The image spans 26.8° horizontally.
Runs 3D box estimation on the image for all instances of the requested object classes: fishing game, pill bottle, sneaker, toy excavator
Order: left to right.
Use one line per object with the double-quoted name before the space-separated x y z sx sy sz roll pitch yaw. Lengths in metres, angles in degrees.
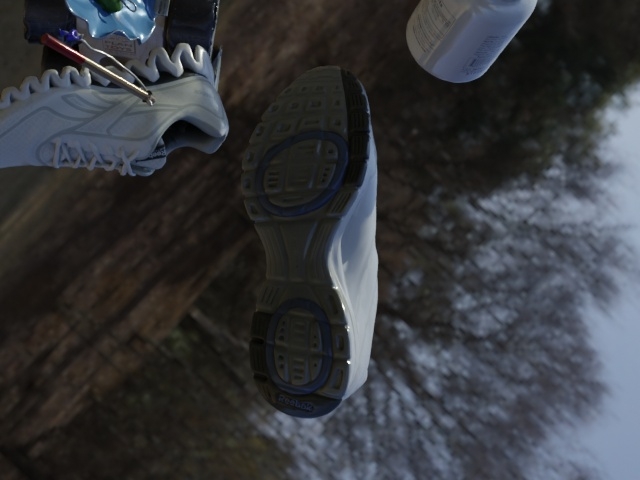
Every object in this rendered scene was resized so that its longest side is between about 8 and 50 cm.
"fishing game" -0.186 -0.248 1.131 0.041 0.264 0.189 -23 152 24
"sneaker" -0.230 -0.118 1.409 0.292 0.118 0.110 -18 163 -24
"toy excavator" -0.210 -0.422 1.630 0.433 0.222 0.445 102 -6 -67
"sneaker" 0.000 0.000 1.154 0.129 0.111 0.297 10 84 -70
"pill bottle" 0.210 -0.317 1.761 0.131 0.131 0.229 -50 178 -30
